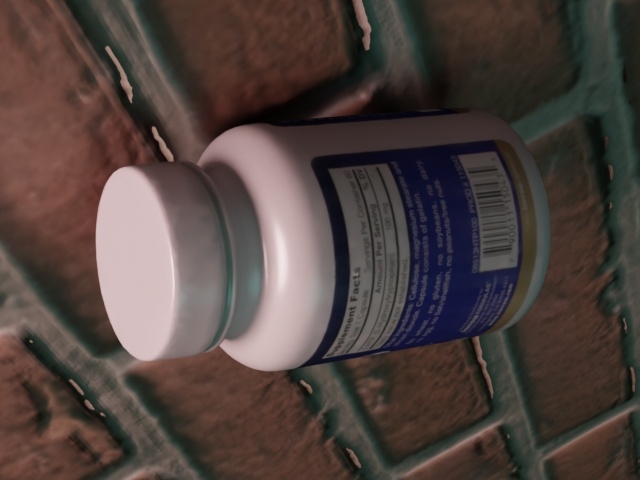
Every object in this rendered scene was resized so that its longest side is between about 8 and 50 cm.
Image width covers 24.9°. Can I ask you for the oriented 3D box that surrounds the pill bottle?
[{"bbox_3d":[0.000,0.000,0.658,0.186,0.112,0.112,-7,139,-30],"label":"pill bottle"}]
